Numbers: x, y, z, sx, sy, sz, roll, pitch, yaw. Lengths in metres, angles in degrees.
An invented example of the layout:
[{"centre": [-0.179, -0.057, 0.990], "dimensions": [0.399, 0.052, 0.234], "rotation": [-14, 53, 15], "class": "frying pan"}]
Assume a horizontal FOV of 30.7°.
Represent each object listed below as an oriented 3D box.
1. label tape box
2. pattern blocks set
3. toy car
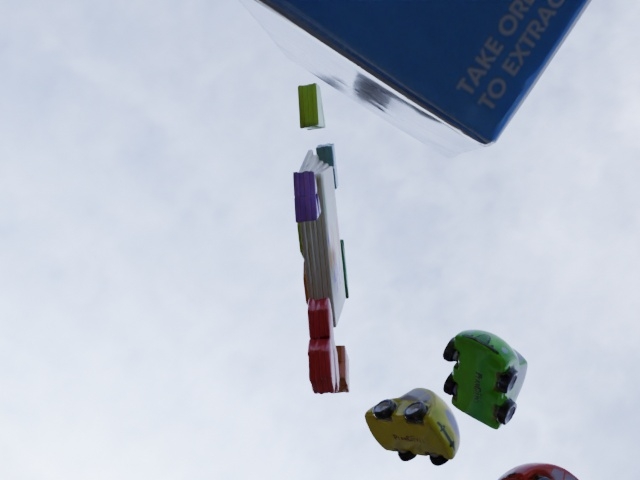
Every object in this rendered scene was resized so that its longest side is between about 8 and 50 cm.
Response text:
[{"centre": [0.083, -0.160, 0.424], "dimensions": [0.115, 0.348, 0.249], "rotation": [33, -86, -1], "class": "label tape box"}, {"centre": [0.000, 0.000, 1.068], "dimensions": [0.026, 0.325, 0.286], "rotation": [-5, -92, 5], "class": "pattern blocks set"}, {"centre": [0.144, 0.149, 0.997], "dimensions": [0.239, 0.053, 0.225], "rotation": [27, -37, 27], "class": "toy car"}]
